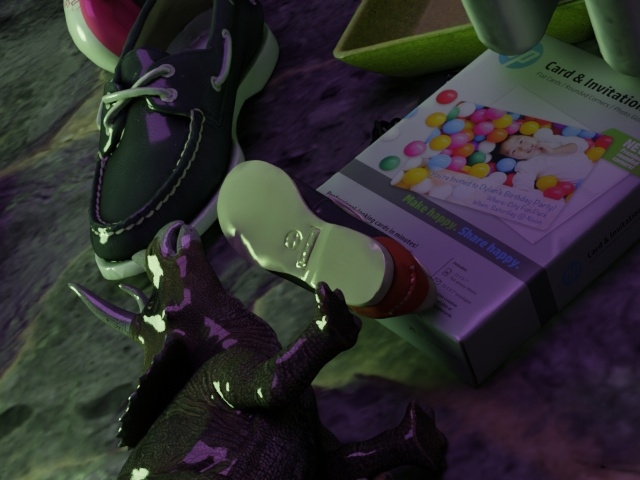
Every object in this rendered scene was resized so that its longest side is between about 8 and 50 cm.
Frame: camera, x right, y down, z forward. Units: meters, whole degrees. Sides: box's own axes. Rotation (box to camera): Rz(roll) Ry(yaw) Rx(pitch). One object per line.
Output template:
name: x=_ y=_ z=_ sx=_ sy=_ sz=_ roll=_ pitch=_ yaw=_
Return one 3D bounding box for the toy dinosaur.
toy dinosaur: x=-0.044 y=0.117 z=0.642 sx=0.160 sy=0.121 sz=0.313 roll=-27 pitch=33 yaw=28

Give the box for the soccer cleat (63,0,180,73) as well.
soccer cleat: x=-0.163 y=-0.215 z=1.232 sx=0.143 sy=0.116 sz=0.331 roll=-38 pitch=25 yaw=30

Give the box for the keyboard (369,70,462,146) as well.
keyboard: x=0.061 y=-0.050 z=0.847 sx=0.100 sy=0.038 sz=0.192 roll=-14 pitch=33 yaw=25

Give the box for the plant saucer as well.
plant saucer: x=0.124 y=-0.173 z=0.969 sx=0.188 sy=0.045 sz=0.188 roll=-8 pitch=36 yaw=31

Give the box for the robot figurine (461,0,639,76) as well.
robot figurine: x=0.176 y=-0.264 z=0.774 sx=0.300 sy=0.200 sz=0.353 roll=16 pitch=73 yaw=23

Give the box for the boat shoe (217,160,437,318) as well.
boat shoe: x=0.000 y=0.000 z=0.714 sx=0.137 sy=0.043 sz=0.049 roll=30 pitch=101 yaw=44

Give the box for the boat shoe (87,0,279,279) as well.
boat shoe: x=-0.106 y=-0.093 z=0.996 sx=0.114 sy=0.091 sz=0.302 roll=-18 pitch=32 yaw=19

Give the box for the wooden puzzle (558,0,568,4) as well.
wooden puzzle: x=0.136 y=-0.153 z=0.876 sx=0.049 sy=0.006 sz=0.083 roll=-14 pitch=34 yaw=23

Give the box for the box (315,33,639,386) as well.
box: x=0.093 y=-0.026 z=0.757 sx=0.186 sy=0.038 sz=0.145 roll=-39 pitch=44 yaw=-18
